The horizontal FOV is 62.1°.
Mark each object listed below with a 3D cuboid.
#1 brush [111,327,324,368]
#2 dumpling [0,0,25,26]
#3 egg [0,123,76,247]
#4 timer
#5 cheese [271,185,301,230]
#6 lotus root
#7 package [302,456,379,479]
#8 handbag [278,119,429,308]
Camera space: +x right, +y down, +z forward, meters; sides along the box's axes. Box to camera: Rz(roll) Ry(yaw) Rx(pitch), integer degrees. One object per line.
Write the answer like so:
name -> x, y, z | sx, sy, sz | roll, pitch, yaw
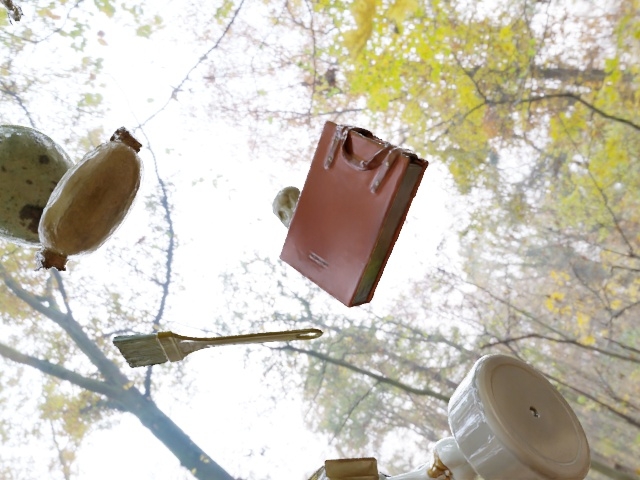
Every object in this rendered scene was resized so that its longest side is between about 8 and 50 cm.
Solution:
brush -> -0.098, 0.104, 0.543 | 0.205, 0.011, 0.083 | -5, -30, -8
dumpling -> -0.461, -0.445, 0.699 | 0.086, 0.332, 0.166 | -20, -96, -15
egg -> -0.467, -0.080, 0.839 | 0.177, 0.228, 0.177 | -41, -16, -14
timer -> 0.200, 0.299, 0.726 | 0.175, 0.175, 0.266 | -8, -37, -47
cheese -> 0.000, 0.000, 0.788 | 0.043, 0.194, 0.065 | -32, -13, -33
lotus root -> -0.199, -0.029, 0.460 | 0.062, 0.073, 0.150 | 35, -96, -32
package -> 0.023, 0.312, 0.674 | 0.071, 0.047, 0.131 | 2, -34, -19
handbag -> 0.034, -0.034, 0.625 | 0.063, 0.127, 0.190 | -3, -60, -51
